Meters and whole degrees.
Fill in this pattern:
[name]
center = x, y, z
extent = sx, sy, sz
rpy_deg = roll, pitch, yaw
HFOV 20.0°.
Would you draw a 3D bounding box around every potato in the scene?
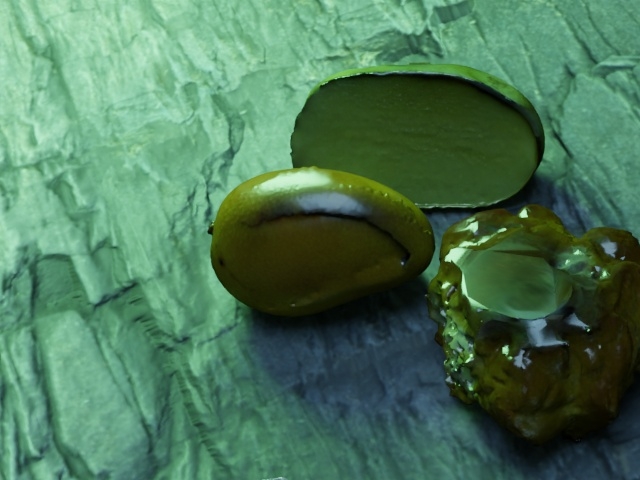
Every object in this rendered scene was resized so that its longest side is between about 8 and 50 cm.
[potato]
center = 0.108, -0.126, 1.955
extent = 0.272, 0.160, 0.111
rpy_deg = 1, 27, 13

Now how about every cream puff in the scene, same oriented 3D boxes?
[cream puff]
center = 0.213, 0.079, 1.745
extent = 0.241, 0.155, 0.269
rpy_deg = 8, 51, 17

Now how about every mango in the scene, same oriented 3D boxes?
[mango]
center = 0.000, 0.000, 1.850
extent = 0.236, 0.166, 0.136
rpy_deg = 0, 55, 12

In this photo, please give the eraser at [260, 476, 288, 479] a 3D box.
[eraser]
center = -0.137, 0.398, 1.576
extent = 0.272, 0.122, 0.359
rpy_deg = -9, 51, 2
